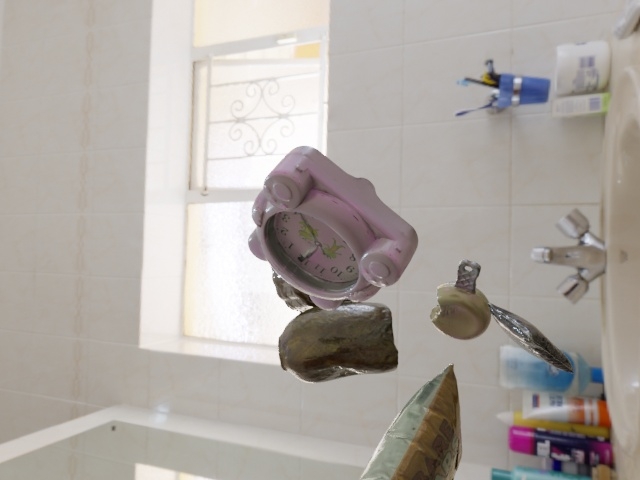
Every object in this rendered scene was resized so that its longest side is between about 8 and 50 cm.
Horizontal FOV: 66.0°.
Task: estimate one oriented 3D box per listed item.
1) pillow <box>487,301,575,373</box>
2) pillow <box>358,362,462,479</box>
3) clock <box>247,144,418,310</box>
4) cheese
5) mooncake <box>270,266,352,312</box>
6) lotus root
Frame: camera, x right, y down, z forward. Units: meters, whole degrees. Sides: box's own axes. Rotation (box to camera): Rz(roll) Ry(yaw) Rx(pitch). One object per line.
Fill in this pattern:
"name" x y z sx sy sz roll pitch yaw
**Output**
"pillow" 0.467 0.218 1.099 0.208 0.141 0.055 36 -84 -32
"pillow" 0.134 0.388 0.777 0.310 0.119 0.313 -46 -36 -31
"clock" 0.000 0.000 0.947 0.113 0.295 0.322 -53 3 -36
"cheese" 0.375 0.153 1.306 0.082 0.163 0.287 -56 -30 -39
"mooncake" 0.000 0.097 1.711 0.323 0.187 0.324 5 -101 -28
"lotus root" 0.047 0.307 1.488 0.250 0.345 0.251 171 90 -88
